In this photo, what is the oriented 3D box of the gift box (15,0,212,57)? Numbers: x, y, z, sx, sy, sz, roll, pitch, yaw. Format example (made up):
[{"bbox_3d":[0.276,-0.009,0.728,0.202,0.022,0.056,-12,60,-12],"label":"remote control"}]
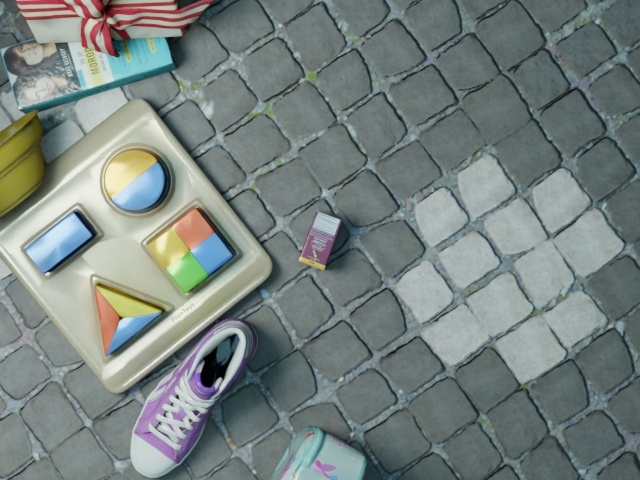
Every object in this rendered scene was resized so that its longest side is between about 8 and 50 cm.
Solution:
[{"bbox_3d":[-0.297,-0.420,1.689,0.276,0.255,0.258,-3,73,5],"label":"gift box"}]

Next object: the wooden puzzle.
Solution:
[{"bbox_3d":[-0.295,0.007,1.812,0.322,0.080,0.348,-38,89,0],"label":"wooden puzzle"}]

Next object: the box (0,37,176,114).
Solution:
[{"bbox_3d":[-0.351,-0.276,1.827,0.244,0.060,0.100,-18,89,-1],"label":"box"}]

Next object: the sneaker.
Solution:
[{"bbox_3d":[-0.198,0.234,1.769,0.102,0.161,0.282,33,90,-1],"label":"sneaker"}]

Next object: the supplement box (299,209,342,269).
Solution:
[{"bbox_3d":[0.000,0.000,1.825,0.043,0.055,0.083,20,88,1],"label":"supplement box"}]

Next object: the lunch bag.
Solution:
[{"bbox_3d":[-0.044,0.405,1.739,0.108,0.224,0.279,31,83,-3],"label":"lunch bag"}]

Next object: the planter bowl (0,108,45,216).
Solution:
[{"bbox_3d":[-0.472,-0.092,1.763,0.217,0.217,0.090,-37,108,-1],"label":"planter bowl"}]
